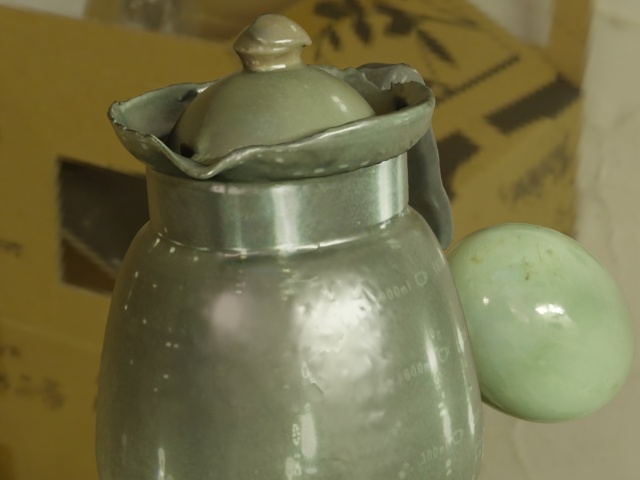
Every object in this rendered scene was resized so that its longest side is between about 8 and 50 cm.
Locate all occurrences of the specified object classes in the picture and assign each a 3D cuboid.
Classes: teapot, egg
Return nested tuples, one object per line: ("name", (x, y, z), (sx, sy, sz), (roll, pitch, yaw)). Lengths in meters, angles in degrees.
("teapot", (0.010, 0.006, 1.025), (0.305, 0.223, 0.285), (-15, 111, -32))
("egg", (0.170, 0.068, 1.443), (0.192, 0.149, 0.149), (40, 64, -28))
